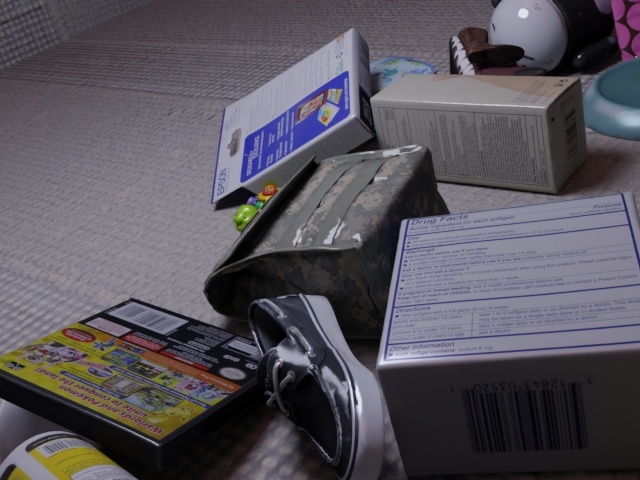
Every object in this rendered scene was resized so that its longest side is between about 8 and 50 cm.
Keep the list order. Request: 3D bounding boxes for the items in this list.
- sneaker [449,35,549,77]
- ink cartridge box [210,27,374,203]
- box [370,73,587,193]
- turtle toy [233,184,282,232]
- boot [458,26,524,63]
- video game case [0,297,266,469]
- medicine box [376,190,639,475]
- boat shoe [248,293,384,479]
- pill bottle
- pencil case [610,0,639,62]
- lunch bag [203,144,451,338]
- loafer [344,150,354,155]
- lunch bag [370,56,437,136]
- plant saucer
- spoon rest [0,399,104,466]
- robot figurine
[{"bbox_3d":[0.333,-0.300,1.643,0.163,0.106,0.281,-7,38,1],"label":"sneaker"},{"bbox_3d":[-0.048,-0.211,1.582,0.307,0.072,0.303,-30,35,25],"label":"ink cartridge box"},{"bbox_3d":[0.245,-0.175,1.397,0.311,0.147,0.121,12,37,37],"label":"box"},{"bbox_3d":[-0.083,-0.045,1.397,0.095,0.066,0.130,13,39,41],"label":"turtle toy"},{"bbox_3d":[0.309,-0.359,1.613,0.107,0.037,0.114,0,34,1],"label":"boot"},{"bbox_3d":[-0.207,0.153,1.034,0.275,0.035,0.248,15,23,29],"label":"video game case"},{"bbox_3d":[0.214,0.090,0.933,0.264,0.149,0.289,-7,29,15],"label":"medicine box"},{"bbox_3d":[-0.017,0.148,0.940,0.102,0.108,0.301,5,28,-19],"label":"boat shoe"},{"bbox_3d":[-0.218,0.272,0.843,0.119,0.119,0.209,-35,34,-32],"label":"pill bottle"},{"bbox_3d":[0.587,-0.434,1.627,0.098,0.209,0.095,-4,23,40],"label":"pencil case"},{"bbox_3d":[0.000,0.000,1.183,0.287,0.168,0.235,-3,33,35],"label":"lunch bag"},{"bbox_3d":[0.037,-0.122,1.488,0.050,0.056,0.148,-15,28,-12],"label":"loafer"},{"bbox_3d":[0.108,-0.270,1.682,0.219,0.090,0.176,-29,31,-24],"label":"lunch bag"},{"bbox_3d":[0.590,-0.253,1.478,0.318,0.043,0.317,-11,29,6],"label":"plant saucer"},{"bbox_3d":[-0.335,0.204,1.058,0.137,0.084,0.276,-23,29,-14],"label":"spoon rest"},{"bbox_3d":[0.457,-0.427,1.720,0.278,0.173,0.209,-30,22,-26],"label":"robot figurine"}]
